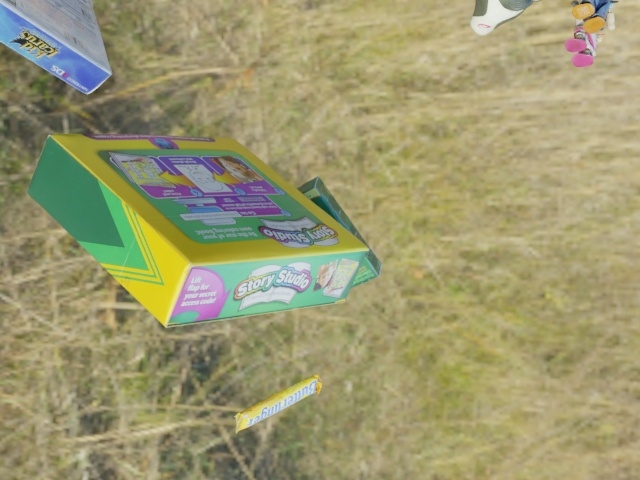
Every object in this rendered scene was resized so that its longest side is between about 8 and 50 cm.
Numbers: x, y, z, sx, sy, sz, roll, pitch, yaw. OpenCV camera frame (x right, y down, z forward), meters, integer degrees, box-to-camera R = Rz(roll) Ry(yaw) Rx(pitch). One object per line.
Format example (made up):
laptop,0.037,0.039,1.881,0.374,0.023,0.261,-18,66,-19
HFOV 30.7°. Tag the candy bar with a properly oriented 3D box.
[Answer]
candy bar,-0.066,0.253,1.825,0.161,0.018,0.040,-23,134,-25

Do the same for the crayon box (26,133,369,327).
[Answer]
crayon box,-0.161,-0.024,1.605,0.363,0.313,0.106,-4,128,-51

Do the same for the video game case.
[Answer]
video game case,-0.442,-0.369,1.713,0.269,0.061,0.244,32,29,-46

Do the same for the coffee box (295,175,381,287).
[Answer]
coffee box,0.000,0.000,1.816,0.184,0.113,0.040,55,27,-22

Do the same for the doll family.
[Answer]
doll family,0.420,-0.409,1.822,0.263,0.118,0.163,57,35,-28

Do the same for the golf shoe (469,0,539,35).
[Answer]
golf shoe,0.250,-0.392,1.583,0.105,0.120,0.273,31,43,-14
